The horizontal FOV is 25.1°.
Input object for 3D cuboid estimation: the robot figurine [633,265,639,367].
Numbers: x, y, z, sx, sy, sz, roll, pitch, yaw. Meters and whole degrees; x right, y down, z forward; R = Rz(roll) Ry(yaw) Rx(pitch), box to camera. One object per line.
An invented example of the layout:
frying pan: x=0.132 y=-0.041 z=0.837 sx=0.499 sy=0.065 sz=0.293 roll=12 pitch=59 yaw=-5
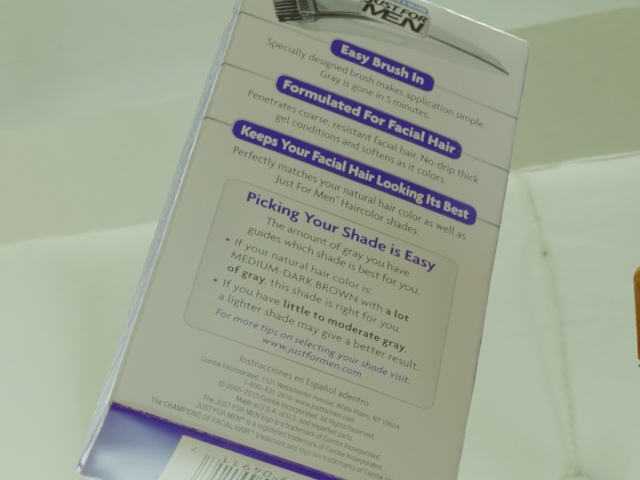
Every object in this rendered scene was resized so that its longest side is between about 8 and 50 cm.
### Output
robot figurine: x=0.214 y=-0.049 z=0.682 sx=0.085 sy=0.211 sz=0.291 roll=10 pitch=-83 yaw=29

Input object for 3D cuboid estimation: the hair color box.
hair color box: x=0.000 y=0.000 z=0.837 sx=0.185 sy=0.338 sz=0.110 roll=20 pitch=-34 yaw=-8
